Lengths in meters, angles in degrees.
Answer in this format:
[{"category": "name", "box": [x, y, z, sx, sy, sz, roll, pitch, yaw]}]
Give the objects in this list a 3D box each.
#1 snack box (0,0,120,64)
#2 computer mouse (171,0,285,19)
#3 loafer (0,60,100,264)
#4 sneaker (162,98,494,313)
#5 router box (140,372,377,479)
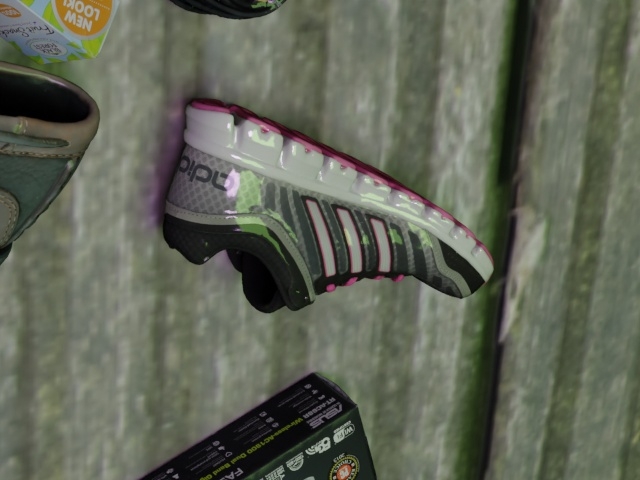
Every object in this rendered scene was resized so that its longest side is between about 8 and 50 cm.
[{"category": "snack box", "box": [-0.094, -0.145, 0.573, 0.100, 0.037, 0.141, 36, 65, -39]}, {"category": "computer mouse", "box": [-0.101, -0.114, 0.617, 0.242, 0.041, 0.071, 4, 109, -39]}, {"category": "loafer", "box": [-0.183, -0.063, 0.535, 0.084, 0.096, 0.267, -39, 145, 21]}, {"category": "sneaker", "box": [0.000, 0.000, 0.736, 0.170, 0.063, 0.075, 23, 97, -37]}, {"category": "router box", "box": [-0.030, 0.132, 0.794, 0.122, 0.038, 0.092, -31, 128, -21]}]
